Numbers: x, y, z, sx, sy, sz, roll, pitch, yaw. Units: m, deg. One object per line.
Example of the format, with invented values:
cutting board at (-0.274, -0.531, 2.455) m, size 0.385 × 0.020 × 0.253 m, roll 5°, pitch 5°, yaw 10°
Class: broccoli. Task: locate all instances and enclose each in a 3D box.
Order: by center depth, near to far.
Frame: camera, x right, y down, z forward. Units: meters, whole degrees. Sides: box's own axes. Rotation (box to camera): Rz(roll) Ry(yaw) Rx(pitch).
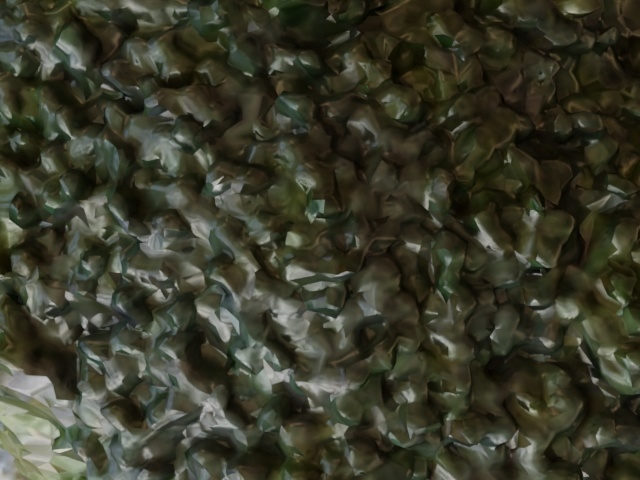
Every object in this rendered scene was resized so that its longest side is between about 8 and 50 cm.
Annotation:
broccoli at (-0.007, 0.003, 0.556) m, size 0.235 × 0.260 × 0.288 m, roll -24°, pitch -92°, yaw -44°
